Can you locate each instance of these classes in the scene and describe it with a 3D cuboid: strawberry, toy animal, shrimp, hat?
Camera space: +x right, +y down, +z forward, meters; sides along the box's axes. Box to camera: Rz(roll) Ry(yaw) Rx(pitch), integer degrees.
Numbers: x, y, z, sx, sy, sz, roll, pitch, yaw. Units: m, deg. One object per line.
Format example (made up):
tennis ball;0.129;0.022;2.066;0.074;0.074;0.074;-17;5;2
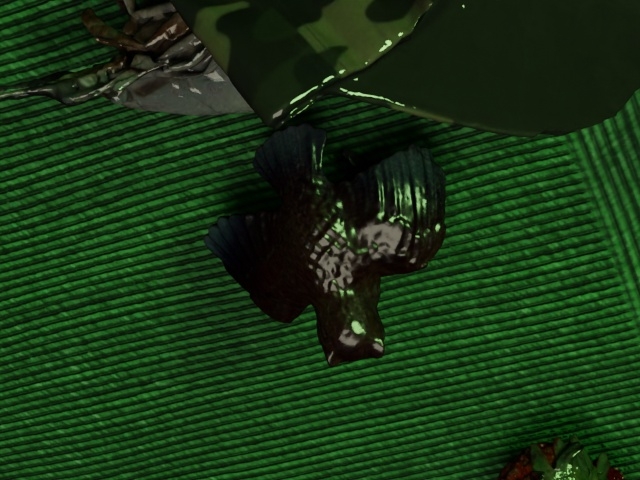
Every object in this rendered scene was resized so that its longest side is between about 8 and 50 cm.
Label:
strawberry;0.225;0.250;1.571;0.140;0.085;0.192;-42;135;17
toy animal;0.002;0.008;1.350;0.218;0.179;0.116;-19;150;20
shrimp;-0.108;-0.157;1.270;0.343;0.116;0.145;-12;126;8
hat;0.088;-0.253;1.172;0.381;0.257;0.366;5;121;-43
